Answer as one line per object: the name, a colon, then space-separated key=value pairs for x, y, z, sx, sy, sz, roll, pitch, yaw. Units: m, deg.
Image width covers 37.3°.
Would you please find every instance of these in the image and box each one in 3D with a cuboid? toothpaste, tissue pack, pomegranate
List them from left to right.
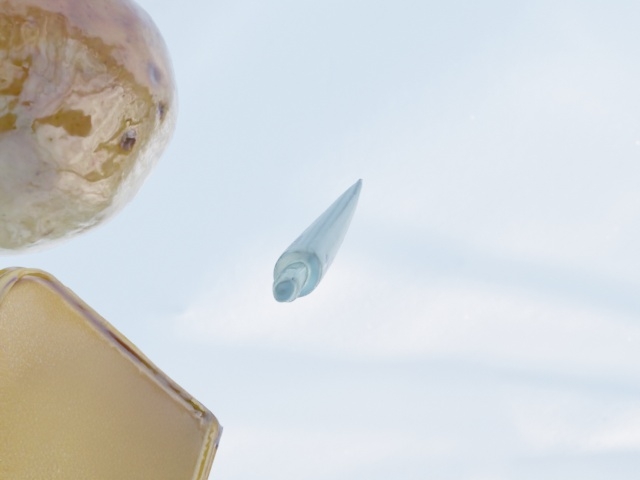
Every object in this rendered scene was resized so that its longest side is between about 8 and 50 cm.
tissue pack: x=-0.210 y=0.146 z=0.413 sx=0.274 sy=0.194 sz=0.145 roll=-18 pitch=131 yaw=30
pomegranate: x=-0.347 y=-0.149 z=1.080 sx=0.410 sy=0.410 sz=0.410 roll=-14 pitch=144 yaw=-10
toothpaste: x=0.000 y=0.000 z=0.794 sx=0.037 sy=0.255 sz=0.067 roll=30 pitch=109 yaw=2
